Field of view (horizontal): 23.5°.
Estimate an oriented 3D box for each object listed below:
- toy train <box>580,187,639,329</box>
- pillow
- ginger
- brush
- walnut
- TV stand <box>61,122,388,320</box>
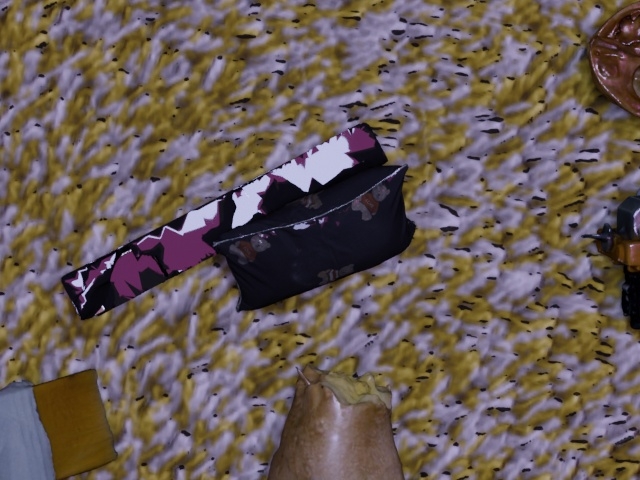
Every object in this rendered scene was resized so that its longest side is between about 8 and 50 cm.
[{"bbox_3d":[0.299,0.018,1.122,0.219,0.089,0.127,-1,97,-6],"label":"toy train"},{"bbox_3d":[0.000,0.000,1.099,0.150,0.048,0.090,-22,130,-6],"label":"pillow"},{"bbox_3d":[0.035,0.289,1.093,0.236,0.166,0.375,-41,63,29],"label":"ginger"},{"bbox_3d":[-0.274,0.158,1.001,0.336,0.020,0.085,-14,90,-45],"label":"brush"},{"bbox_3d":[0.254,-0.130,1.142,0.121,0.052,0.091,12,87,-2],"label":"walnut"},{"bbox_3d":[-0.068,-0.014,1.116,0.249,0.042,0.036,-28,87,-6],"label":"TV stand"}]
